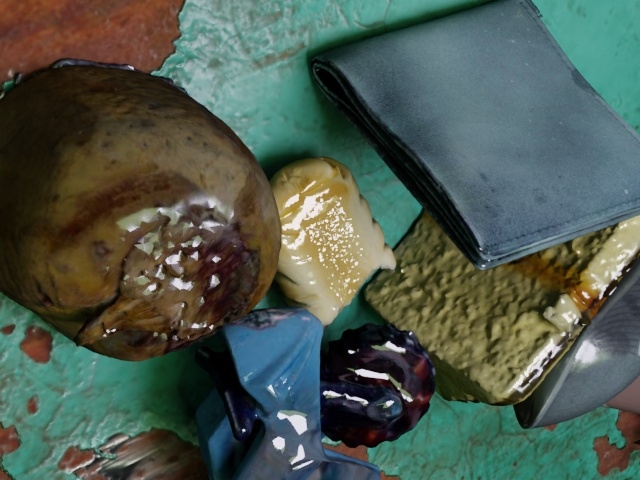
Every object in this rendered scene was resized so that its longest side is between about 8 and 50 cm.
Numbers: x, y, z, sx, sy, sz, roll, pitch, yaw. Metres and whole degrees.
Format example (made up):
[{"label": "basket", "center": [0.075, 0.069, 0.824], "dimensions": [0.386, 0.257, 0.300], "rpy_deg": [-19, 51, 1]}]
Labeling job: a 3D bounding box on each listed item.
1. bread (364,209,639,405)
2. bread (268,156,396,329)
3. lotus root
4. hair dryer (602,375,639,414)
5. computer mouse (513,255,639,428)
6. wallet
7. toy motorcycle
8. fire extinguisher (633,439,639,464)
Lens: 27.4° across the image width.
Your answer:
[{"label": "bread", "center": [0.222, 0.057, 1.328], "dimensions": [0.263, 0.236, 0.198], "rpy_deg": [-50, 124, -8]}, {"label": "bread", "center": [0.000, 0.000, 1.264], "dimensions": [0.119, 0.084, 0.177], "rpy_deg": [-34, 120, -15]}, {"label": "lotus root", "center": [-0.160, -0.010, 1.115], "dimensions": [0.272, 0.192, 0.272], "rpy_deg": [-15, 120, -27]}, {"label": "hair dryer", "center": [0.380, 0.028, 1.472], "dimensions": [0.106, 0.189, 0.344], "rpy_deg": [36, 71, -41]}, {"label": "computer mouse", "center": [0.328, 0.052, 1.342], "dimensions": [0.090, 0.167, 0.379], "rpy_deg": [39, 76, -1]}, {"label": "wallet", "center": [0.164, -0.112, 1.224], "dimensions": [0.251, 0.290, 0.054], "rpy_deg": [-20, 145, -28]}, {"label": "toy motorcycle", "center": [-0.083, 0.213, 1.243], "dimensions": [0.416, 0.172, 0.232], "rpy_deg": [-47, 123, 9]}, {"label": "fire extinguisher", "center": [0.402, 0.156, 1.569], "dimensions": [0.099, 0.071, 0.231], "rpy_deg": [-23, 118, -45]}]
